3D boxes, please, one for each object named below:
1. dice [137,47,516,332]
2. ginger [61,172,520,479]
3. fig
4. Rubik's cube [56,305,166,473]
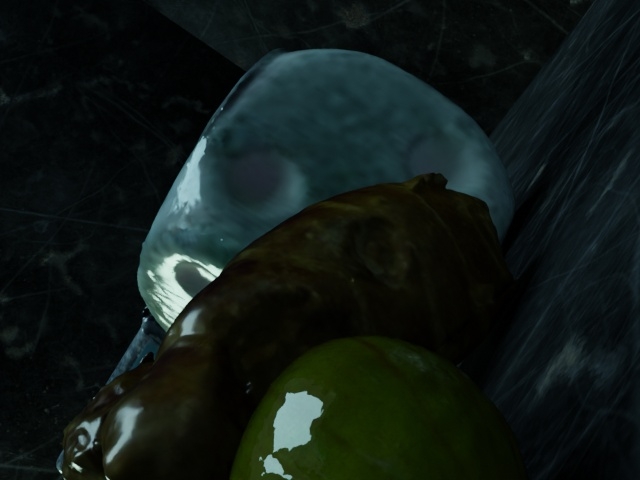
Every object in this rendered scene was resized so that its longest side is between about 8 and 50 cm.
[{"bbox_3d":[0.000,0.000,1.224,0.330,0.348,0.328,-53,-5,-29],"label":"dice"},{"bbox_3d":[-0.024,0.093,0.818,0.418,0.176,0.254,-36,-5,-36],"label":"ginger"},{"bbox_3d":[0.045,0.108,0.374,0.124,0.124,0.236,-55,21,-8],"label":"fig"},{"bbox_3d":[-0.142,0.248,1.533,0.313,0.318,0.316,-56,-3,24],"label":"Rubik's cube"}]
